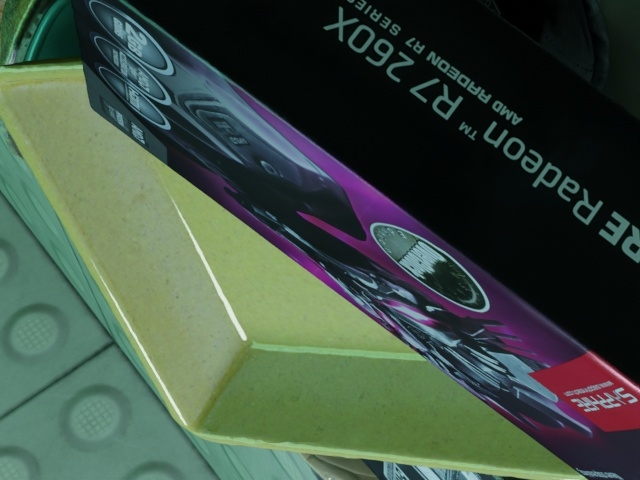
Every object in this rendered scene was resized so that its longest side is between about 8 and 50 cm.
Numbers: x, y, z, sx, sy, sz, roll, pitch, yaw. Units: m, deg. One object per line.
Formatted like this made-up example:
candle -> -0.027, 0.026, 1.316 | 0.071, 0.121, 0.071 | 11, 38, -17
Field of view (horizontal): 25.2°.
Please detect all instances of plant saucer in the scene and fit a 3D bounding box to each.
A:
plant saucer -> 0.000, 0.000, 0.896 | 0.333, 0.081, 0.333 | 2, 132, 33

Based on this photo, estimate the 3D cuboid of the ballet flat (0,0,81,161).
ballet flat -> -0.139, -0.196, 0.901 | 0.123, 0.123, 0.348 | 50, 138, 22

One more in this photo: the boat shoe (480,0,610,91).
boat shoe -> 0.039, -0.165, 0.572 | 0.102, 0.108, 0.301 | 30, 157, 48

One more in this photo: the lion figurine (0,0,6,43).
lion figurine -> -0.238, -0.168, 1.170 | 0.240, 0.142, 0.392 | 20, 146, -8

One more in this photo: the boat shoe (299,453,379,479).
boat shoe -> 0.036, 0.219, 1.440 | 0.285, 0.103, 0.092 | 47, 159, 10

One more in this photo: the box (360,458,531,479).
box -> 0.122, 0.176, 1.109 | 0.242, 0.076, 0.307 | 49, 164, 23

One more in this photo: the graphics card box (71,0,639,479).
graphics card box -> 0.063, -0.010, 0.630 | 0.371, 0.094, 0.233 | 38, 170, 0
